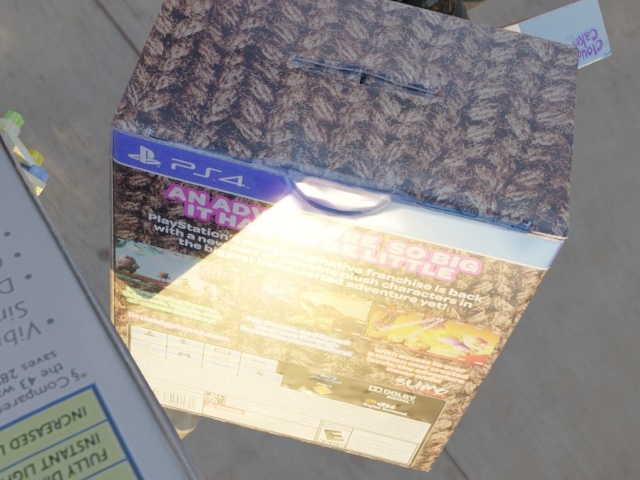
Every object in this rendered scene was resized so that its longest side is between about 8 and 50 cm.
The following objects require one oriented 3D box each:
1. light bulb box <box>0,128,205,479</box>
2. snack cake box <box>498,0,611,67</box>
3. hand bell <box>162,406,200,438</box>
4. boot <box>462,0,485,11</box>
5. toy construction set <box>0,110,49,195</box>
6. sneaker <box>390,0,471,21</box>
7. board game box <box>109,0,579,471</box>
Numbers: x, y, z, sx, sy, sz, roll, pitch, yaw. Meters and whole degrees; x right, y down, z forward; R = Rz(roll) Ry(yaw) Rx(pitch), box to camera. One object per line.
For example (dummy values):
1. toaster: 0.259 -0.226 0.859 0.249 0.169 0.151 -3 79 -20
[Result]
1. light bulb box: -0.197 0.192 0.412 0.358 0.361 0.225 -29 135 -12
2. snack cake box: 0.260 -0.259 1.516 0.152 0.264 0.089 -23 98 -29
3. hand bell: -0.132 0.167 1.198 0.242 0.126 0.126 -33 122 30
4. boot: 0.063 -0.358 1.656 0.367 0.445 0.146 -19 91 -35
5. toy construction set: -0.531 -0.183 1.476 0.151 0.215 0.327 -52 126 -43
6. sneaker: 0.101 -0.316 1.252 0.125 0.341 0.139 -16 136 26
7. board game box: 0.000 0.000 0.668 0.232 0.141 0.291 14 144 -1
